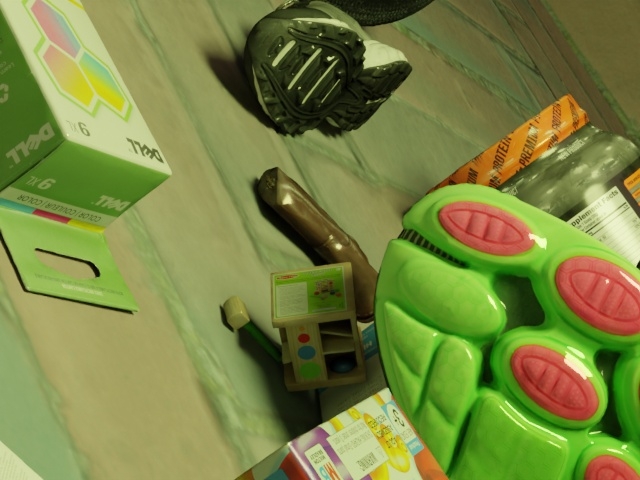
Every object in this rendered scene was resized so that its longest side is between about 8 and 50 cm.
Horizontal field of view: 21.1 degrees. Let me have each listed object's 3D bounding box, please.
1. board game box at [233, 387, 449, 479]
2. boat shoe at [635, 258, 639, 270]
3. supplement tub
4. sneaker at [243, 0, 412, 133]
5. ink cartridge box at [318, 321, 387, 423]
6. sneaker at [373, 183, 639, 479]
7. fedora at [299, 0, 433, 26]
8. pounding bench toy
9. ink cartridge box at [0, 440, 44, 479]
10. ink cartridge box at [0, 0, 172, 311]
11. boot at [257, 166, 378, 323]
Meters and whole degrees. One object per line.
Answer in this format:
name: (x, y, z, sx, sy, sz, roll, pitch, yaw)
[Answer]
board game box: (0.032, 0.224, 0.735, 0.275, 0.144, 0.142, 55, 18, 7)
boat shoe: (0.268, 0.148, 1.316, 0.118, 0.103, 0.320, -57, 149, -54)
supplement tub: (0.256, 0.049, 1.557, 0.338, 0.207, 0.207, 55, 17, 2)
sneaker: (-0.014, -0.156, 1.452, 0.108, 0.100, 0.271, 43, 11, 13)
ink cartridge box: (0.056, 0.146, 1.087, 0.104, 0.062, 0.181, 45, 19, -26)
sneaker: (0.204, 0.156, 1.105, 0.483, 0.185, 0.202, 45, -3, -15)
fedora: (0.015, -0.386, 1.759, 0.334, 0.334, 0.152, 42, -9, -35)
pounding bench toy: (-0.016, 0.060, 1.089, 0.052, 0.083, 0.065, -95, 177, -55)
ink cartridge box: (-0.149, 0.100, 0.691, 0.115, 0.029, 0.063, 47, 19, -20)
ink cartridge box: (-0.150, -0.068, 0.949, 0.209, 0.062, 0.109, 61, 18, 21)
boot: (0.000, 0.000, 1.259, 0.114, 0.037, 0.106, 48, 5, -29)
